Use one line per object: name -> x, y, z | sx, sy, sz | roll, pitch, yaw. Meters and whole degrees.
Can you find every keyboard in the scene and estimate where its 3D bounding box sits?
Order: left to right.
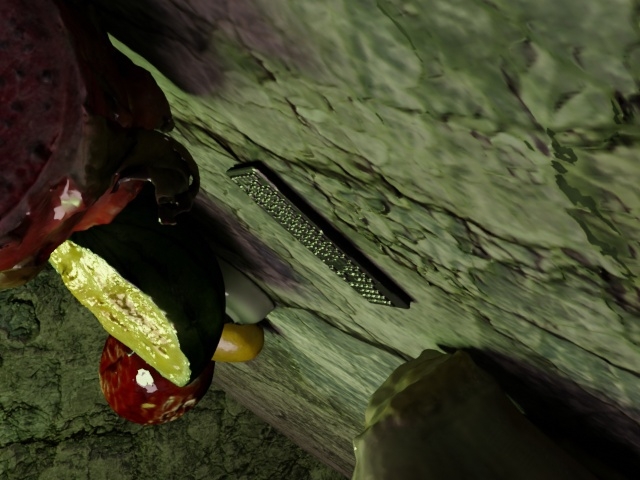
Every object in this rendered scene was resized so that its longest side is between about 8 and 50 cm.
keyboard -> 0.000, 0.000, 0.534 | 0.155, 0.010, 0.053 | 42, 162, -22

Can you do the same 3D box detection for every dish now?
dish -> -0.131, 0.067, 0.872 | 0.141, 0.078, 0.141 | 32, 165, 10

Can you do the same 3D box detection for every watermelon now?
watermelon -> -0.170, 0.036, 0.759 | 0.204, 0.127, 0.232 | 13, 143, 45

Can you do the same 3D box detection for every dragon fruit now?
dragon fruit -> -0.197, -0.060, 0.418 | 0.282, 0.211, 0.147 | 17, 178, -3

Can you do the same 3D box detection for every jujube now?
jujube -> -0.299, 0.226, 1.438 | 0.223, 0.223, 0.318 | 37, 155, -9

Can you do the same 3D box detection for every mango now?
mango -> -0.156, 0.108, 1.033 | 0.178, 0.090, 0.115 | 25, 156, 5

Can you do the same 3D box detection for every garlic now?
garlic -> 0.118, 0.277, 0.608 | 0.246, 0.231, 0.340 | 32, 153, 30

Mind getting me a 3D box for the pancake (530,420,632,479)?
pancake -> 0.246, 0.229, 0.664 | 0.250, 0.031, 0.250 | 32, 163, 11
